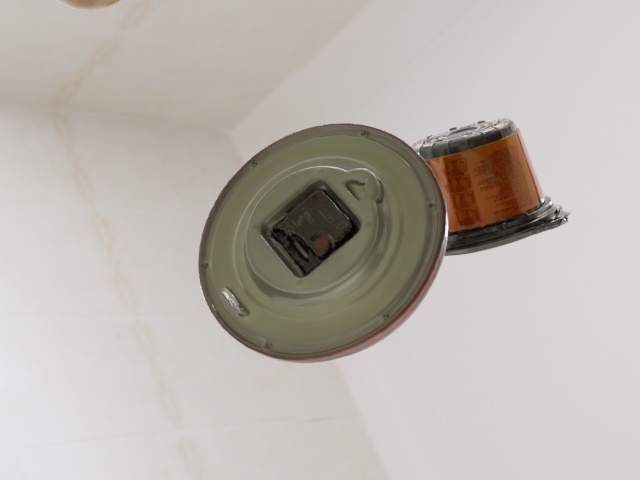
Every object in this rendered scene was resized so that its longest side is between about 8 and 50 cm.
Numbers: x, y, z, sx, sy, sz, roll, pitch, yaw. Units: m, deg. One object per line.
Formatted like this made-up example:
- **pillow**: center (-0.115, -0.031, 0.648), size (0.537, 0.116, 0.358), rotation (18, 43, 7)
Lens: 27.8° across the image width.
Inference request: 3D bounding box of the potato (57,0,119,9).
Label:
- **potato**: center (-0.129, -0.171, 0.769), size (0.083, 0.062, 0.068), rotation (-11, -98, 5)

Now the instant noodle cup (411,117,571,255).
- **instant noodle cup**: center (0.174, -0.066, 1.473), size (0.208, 0.177, 0.126), rotation (-11, -78, 27)

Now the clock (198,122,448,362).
- **clock**: center (-0.001, -0.001, 1.193), size (0.244, 0.056, 0.244), rotation (-10, -121, 17)
